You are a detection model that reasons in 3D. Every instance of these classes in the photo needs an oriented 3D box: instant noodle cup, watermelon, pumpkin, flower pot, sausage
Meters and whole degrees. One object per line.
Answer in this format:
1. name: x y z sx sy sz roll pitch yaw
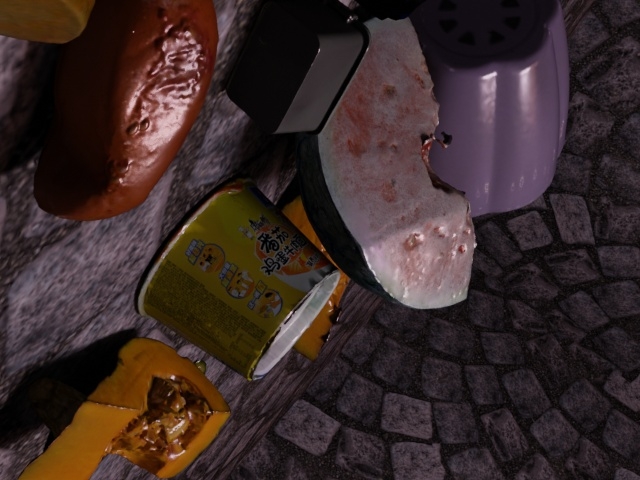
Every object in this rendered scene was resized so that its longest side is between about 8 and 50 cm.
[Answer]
1. instant noodle cup: -0.084 0.052 0.927 0.205 0.153 0.205 -48 167 -14
2. watermelon: 0.036 -0.065 0.918 0.188 0.322 0.175 -14 177 -33
3. pumpkin: 0.000 0.000 1.196 0.169 0.148 0.312 -68 -177 -61
4. flower pot: 0.185 -0.201 1.025 0.265 0.265 0.243 -48 155 -21
5. pumpkin: -0.225 0.180 0.880 0.131 0.126 0.248 -46 152 12
6. sausage: -0.118 -0.088 0.508 0.179 0.089 0.089 -59 167 23

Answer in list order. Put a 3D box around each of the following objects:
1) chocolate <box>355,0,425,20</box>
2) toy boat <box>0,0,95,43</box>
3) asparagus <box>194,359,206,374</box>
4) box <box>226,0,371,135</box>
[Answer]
1. chocolate: 0.116 -0.332 0.645 0.343 0.126 0.148 -52 -152 -11
2. toy boat: -0.136 -0.138 0.333 0.229 0.088 0.088 11 78 -77
3. asparagus: -0.213 0.234 1.307 0.108 0.025 0.021 -55 178 13
4. box: -0.023 -0.151 0.719 0.069 0.084 0.122 -21 148 -51
